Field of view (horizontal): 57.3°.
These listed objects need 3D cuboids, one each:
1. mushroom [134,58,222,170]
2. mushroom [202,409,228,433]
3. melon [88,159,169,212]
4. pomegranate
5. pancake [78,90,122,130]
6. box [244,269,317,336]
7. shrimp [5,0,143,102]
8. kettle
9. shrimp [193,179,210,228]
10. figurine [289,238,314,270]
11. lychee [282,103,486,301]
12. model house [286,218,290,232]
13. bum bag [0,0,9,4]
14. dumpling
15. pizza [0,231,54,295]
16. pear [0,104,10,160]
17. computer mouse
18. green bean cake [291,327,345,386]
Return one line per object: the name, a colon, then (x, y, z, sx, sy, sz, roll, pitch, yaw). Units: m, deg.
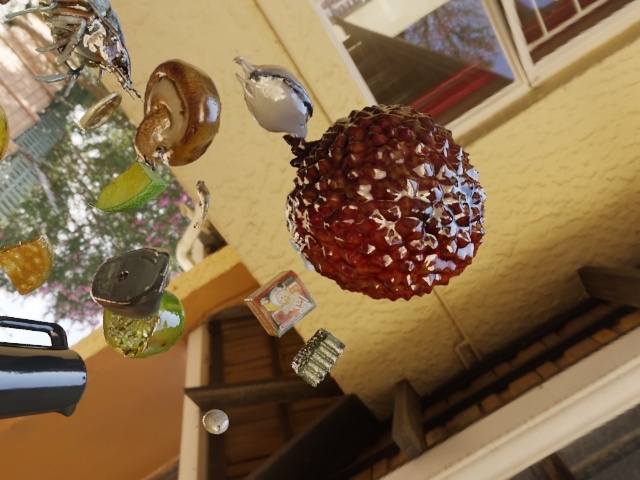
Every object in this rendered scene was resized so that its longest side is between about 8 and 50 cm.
mushroom: (-0.459, -0.394, 1.839, 0.345, 0.346, 0.259, -8, -175, 45)
mushroom: (-0.349, 0.608, 1.939, 0.085, 0.085, 0.079, -80, -171, -56)
melon: (-0.530, -0.132, 1.562, 0.261, 0.114, 0.053, -21, -177, 24)
pomegranate: (-0.600, 0.243, 2.082, 0.309, 0.216, 0.359, 6, -103, 35)
pancake: (-0.607, -0.360, 1.625, 0.151, 0.025, 0.151, -45, -177, 3)
box: (-0.152, 0.239, 2.243, 0.194, 0.178, 0.148, -37, -173, -21)
shrimp: (-0.444, -0.413, 0.992, 0.165, 0.411, 0.221, -20, -170, -2)
kettle: (-0.833, 0.362, 1.603, 0.262, 0.308, 0.203, 44, -77, 30)
shrimp: (-0.401, -0.116, 1.945, 0.195, 0.035, 0.148, -123, -136, -56)
figurine: (0.000, 0.000, 1.718, 0.128, 0.209, 0.184, -10, -137, -47)
lychee: (0.119, -0.096, 1.280, 0.500, 0.425, 0.424, 39, -110, 18)
model house: (0.111, -0.094, 2.088, 0.329, 0.295, 0.252, -20, -144, 43)
bum bag: (-0.880, -0.749, 1.641, 0.159, 0.109, 0.026, -39, -151, 9)
dumpling: (-0.117, -0.401, 1.579, 0.163, 0.293, 0.205, -26, -143, 28)
pizza: (-1.067, 0.075, 2.106, 0.058, 0.197, 0.292, -101, -146, -59)
pear: (-0.947, -0.277, 1.483, 0.280, 0.281, 0.281, -28, -153, 16)
computer mouse: (-0.527, 0.121, 1.699, 0.373, 0.114, 0.203, -5, -116, 42)
green bean cake: (-0.011, 0.376, 1.914, 0.173, 0.094, 0.181, -51, -175, -6)
